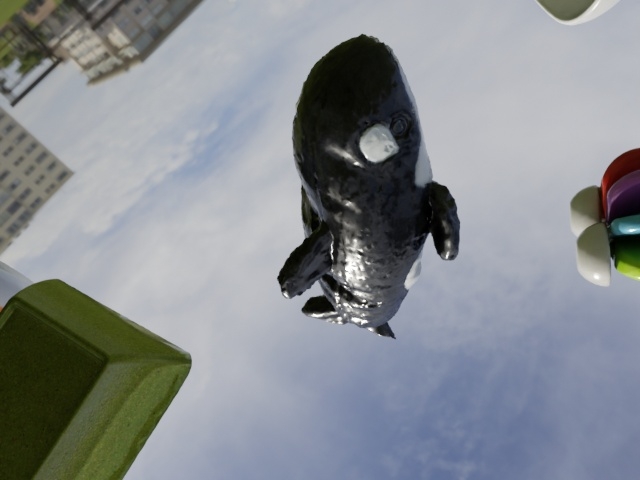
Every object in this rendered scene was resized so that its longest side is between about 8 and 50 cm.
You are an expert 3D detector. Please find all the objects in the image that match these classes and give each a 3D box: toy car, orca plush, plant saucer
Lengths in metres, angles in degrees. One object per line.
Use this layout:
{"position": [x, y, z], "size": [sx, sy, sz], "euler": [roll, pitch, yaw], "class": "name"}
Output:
{"position": [0.380, -0.034, 0.796], "size": [0.159, 0.136, 0.182], "euler": [-3, -143, 16], "class": "toy car"}
{"position": [0.000, 0.000, 0.477], "size": [0.102, 0.151, 0.287], "euler": [-33, 161, -23], "class": "orca plush"}
{"position": [-0.213, 0.124, 0.492], "size": [0.188, 0.045, 0.188], "euler": [20, -108, 34], "class": "plant saucer"}

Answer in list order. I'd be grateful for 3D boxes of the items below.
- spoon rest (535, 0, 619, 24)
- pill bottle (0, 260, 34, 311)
{"position": [0.227, -0.275, 0.642], "size": [0.276, 0.084, 0.137], "euler": [-92, -169, -72], "class": "spoon rest"}
{"position": [-0.465, 0.157, 0.625], "size": [0.224, 0.224, 0.392], "euler": [11, -113, 58], "class": "pill bottle"}
